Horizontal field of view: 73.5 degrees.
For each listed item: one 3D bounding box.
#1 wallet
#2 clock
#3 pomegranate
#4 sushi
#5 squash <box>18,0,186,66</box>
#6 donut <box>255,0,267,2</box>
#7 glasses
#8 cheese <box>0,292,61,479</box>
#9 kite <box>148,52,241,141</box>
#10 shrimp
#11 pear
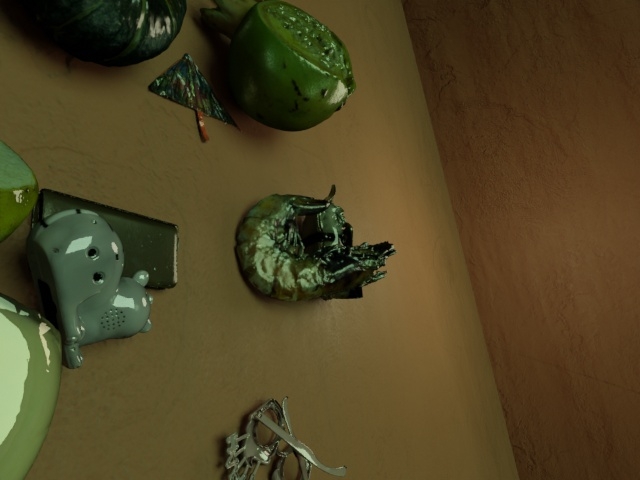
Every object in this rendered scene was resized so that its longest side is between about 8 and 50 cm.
[{"bbox_3d":[-0.281,0.006,0.583,0.198,0.031,0.110,20,58,-55],"label":"wallet"},{"bbox_3d":[-0.257,0.046,0.500,0.117,0.080,0.176,-23,118,-49],"label":"clock"},{"bbox_3d":[-0.104,-0.381,0.933,0.358,0.216,0.310,33,39,-5],"label":"pomegranate"},{"bbox_3d":[0.008,0.005,0.994,0.109,0.134,0.273,-7,90,-28],"label":"sushi"},{"bbox_3d":[-0.306,-0.375,0.599,0.252,0.165,0.252,-2,93,-63],"label":"squash"},{"bbox_3d":[-0.193,-0.641,0.996,0.226,0.113,0.227,31,50,-48],"label":"donut"},{"bbox_3d":[-0.056,0.382,0.701,0.255,0.095,0.162,61,40,-15],"label":"glasses"},{"bbox_3d":[-0.346,0.120,0.322,0.266,0.127,0.233,43,43,-36],"label":"cheese"},{"bbox_3d":[-0.235,-0.277,0.831,0.232,0.009,0.189,3,72,-59],"label":"kite"},{"bbox_3d":[0.000,0.000,0.893,0.364,0.071,0.233,-10,77,-29],"label":"shrimp"},{"bbox_3d":[-0.359,-0.046,0.408,0.141,0.104,0.141,40,12,-10],"label":"pear"}]
